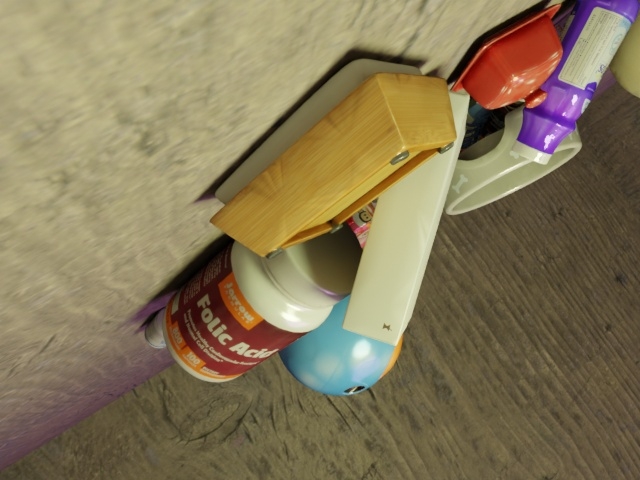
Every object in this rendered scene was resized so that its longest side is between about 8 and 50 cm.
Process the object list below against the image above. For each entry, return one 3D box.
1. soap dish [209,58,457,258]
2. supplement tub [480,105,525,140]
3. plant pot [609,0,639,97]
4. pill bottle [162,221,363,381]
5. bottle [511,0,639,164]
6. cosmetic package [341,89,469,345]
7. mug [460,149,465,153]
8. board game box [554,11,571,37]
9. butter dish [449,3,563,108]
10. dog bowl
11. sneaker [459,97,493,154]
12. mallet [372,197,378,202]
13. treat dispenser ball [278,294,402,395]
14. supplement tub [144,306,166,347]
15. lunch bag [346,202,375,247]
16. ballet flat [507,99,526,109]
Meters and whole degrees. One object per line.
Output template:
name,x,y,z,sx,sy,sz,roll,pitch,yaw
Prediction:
soap dish,0.026,-0.099,0.724,0.291,0.118,0.229,-36,173,32
supplement tub,0.414,-0.281,1.268,0.106,0.106,0.198,-31,174,-14
plant pot,0.702,-0.435,1.047,0.256,0.256,0.274,-34,158,9
pill bottle,-0.114,0.101,1.051,0.392,0.224,0.224,-38,171,38
bottle,0.413,-0.267,0.923,0.118,0.092,0.282,-17,134,-59
cosmetic package,0.151,-0.038,0.936,0.284,0.097,0.377,-2,108,-79
mug,0.465,-0.254,1.673,0.169,0.113,0.150,-37,175,6
board game box,0.456,-0.383,1.061,0.103,0.026,0.154,-38,171,37
butter dish,0.306,-0.260,0.864,0.160,0.118,0.160,-32,173,-12
dog bowl,0.390,-0.167,1.197,0.349,0.102,0.349,-23,169,-5
sneaker,0.320,-0.245,1.182,0.080,0.081,0.211,-27,170,-30
mallet,0.090,-0.109,1.178,0.039,0.062,0.190,-34,173,23
treat dispenser ball,0.039,0.198,1.245,0.288,0.288,0.288,-32,173,-4
supplement tub,-0.361,0.203,1.291,0.071,0.071,0.107,-27,172,-41
lunch bag,0.000,0.000,1.295,0.293,0.120,0.258,-33,173,6
ballet flat,0.377,-0.297,1.014,0.073,0.067,0.206,11,171,13
